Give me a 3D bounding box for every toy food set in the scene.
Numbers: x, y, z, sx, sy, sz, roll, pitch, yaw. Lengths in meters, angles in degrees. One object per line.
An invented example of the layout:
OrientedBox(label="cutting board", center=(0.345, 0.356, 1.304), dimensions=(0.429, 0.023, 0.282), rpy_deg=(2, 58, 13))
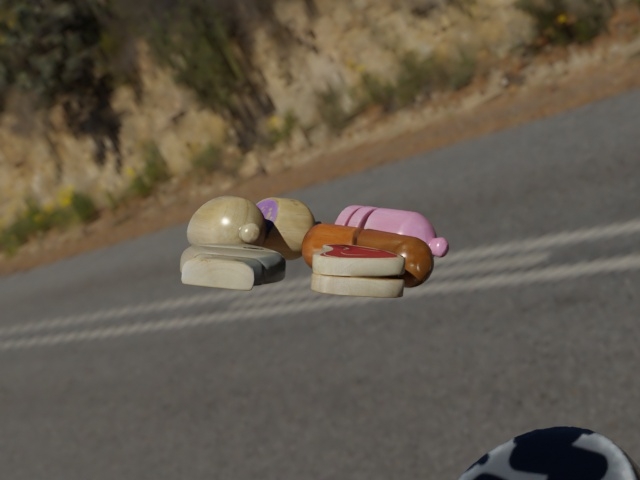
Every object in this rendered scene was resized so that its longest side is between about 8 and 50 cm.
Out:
OrientedBox(label="toy food set", center=(0.000, 0.000, 0.454), dimensions=(0.078, 0.019, 0.122), rpy_deg=(5, 4, -4))

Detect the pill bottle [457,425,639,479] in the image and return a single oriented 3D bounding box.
OrientedBox(label="pill bottle", center=(0.136, 0.173, 0.636), dimensions=(0.123, 0.219, 0.122), rpy_deg=(-29, 34, 22))
